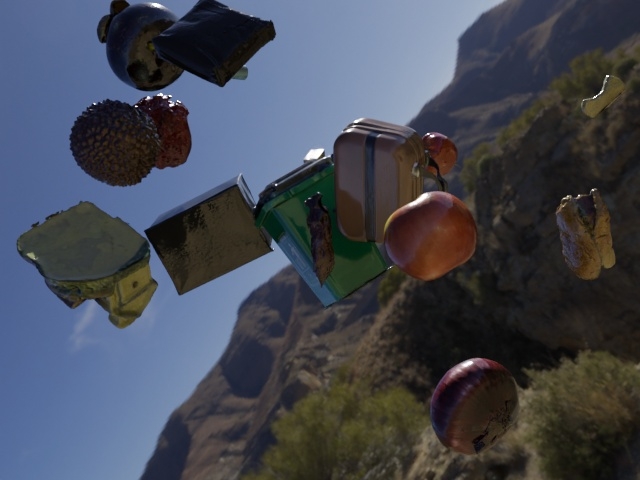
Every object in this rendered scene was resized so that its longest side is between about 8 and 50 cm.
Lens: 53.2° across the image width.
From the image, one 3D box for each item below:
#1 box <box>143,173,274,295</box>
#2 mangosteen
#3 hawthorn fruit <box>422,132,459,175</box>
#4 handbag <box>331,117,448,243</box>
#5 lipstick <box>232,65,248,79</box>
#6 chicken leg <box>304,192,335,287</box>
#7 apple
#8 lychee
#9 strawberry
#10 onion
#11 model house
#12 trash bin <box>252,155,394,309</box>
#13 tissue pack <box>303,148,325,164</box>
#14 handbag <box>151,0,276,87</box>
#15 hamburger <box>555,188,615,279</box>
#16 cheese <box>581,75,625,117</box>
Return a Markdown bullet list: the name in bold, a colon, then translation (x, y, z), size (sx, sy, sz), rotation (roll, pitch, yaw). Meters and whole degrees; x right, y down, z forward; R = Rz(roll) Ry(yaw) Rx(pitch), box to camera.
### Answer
- **box**: translation (-0.353, -0.025, 2.097), size (0.345, 0.251, 0.204), rotation (-25, 16, 7)
- **mangosteen**: translation (-0.550, -0.610, 1.996), size (0.288, 0.288, 0.288), rotation (-52, -8, -10)
- **hawthorn fruit**: translation (0.337, -0.244, 1.822), size (0.125, 0.140, 0.125), rotation (15, -90, -80)
- **handbag**: translation (0.173, -0.137, 1.574), size (0.149, 0.283, 0.301), rotation (-48, -37, -54)
- **lipstick**: translation (-0.308, -0.539, 2.023), size (0.158, 0.048, 0.048), rotation (-4, -40, -37)
- **chicken leg**: translation (0.000, 0.000, 1.572), size (0.105, 0.063, 0.233), rotation (57, -152, -85)
- **apple**: translation (0.192, -0.006, 1.110), size (0.163, 0.139, 0.163), rotation (-33, -9, -6)
- **lychee**: translation (-0.591, -0.291, 1.867), size (0.267, 0.267, 0.267), rotation (-52, -8, -10)
- **strawberry**: translation (-0.573, -0.370, 2.212), size (0.274, 0.274, 0.220), rotation (-57, -8, 25)
- **onion**: translation (0.407, 0.445, 1.774), size (0.273, 0.273, 0.285), rotation (-53, 29, -5)
- **model house**: translation (-0.599, 0.096, 1.669), size (0.261, 0.321, 0.266), rotation (-38, -34, -36)
- **trash bin**: translation (0.018, -0.024, 1.818), size (0.295, 0.381, 0.259), rotation (-32, -3, -18)
- **tissue pack**: translation (-0.015, -0.224, 2.164), size (0.108, 0.060, 0.148), rotation (-59, -33, -60)
- **handbag**: translation (-0.267, -0.510, 1.592), size (0.223, 0.247, 0.080), rotation (-52, -24, -20)
- **hamburger**: translation (0.701, 0.006, 1.677), size (0.124, 0.262, 0.131), rotation (-16, 36, 16)
- **cheese**: translation (0.513, -0.262, 1.163), size (0.083, 0.044, 0.030), rotation (-43, 1, 12)
